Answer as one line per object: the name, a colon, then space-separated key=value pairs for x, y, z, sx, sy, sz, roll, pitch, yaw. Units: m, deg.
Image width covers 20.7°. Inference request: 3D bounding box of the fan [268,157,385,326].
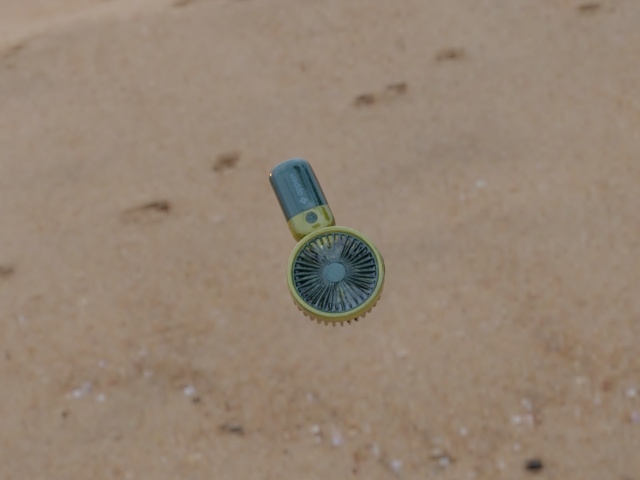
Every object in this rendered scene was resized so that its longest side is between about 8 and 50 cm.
fan: x=0.000 y=0.000 z=1.472 sx=0.082 sy=0.039 sz=0.155 roll=-21 pitch=70 yaw=-5
